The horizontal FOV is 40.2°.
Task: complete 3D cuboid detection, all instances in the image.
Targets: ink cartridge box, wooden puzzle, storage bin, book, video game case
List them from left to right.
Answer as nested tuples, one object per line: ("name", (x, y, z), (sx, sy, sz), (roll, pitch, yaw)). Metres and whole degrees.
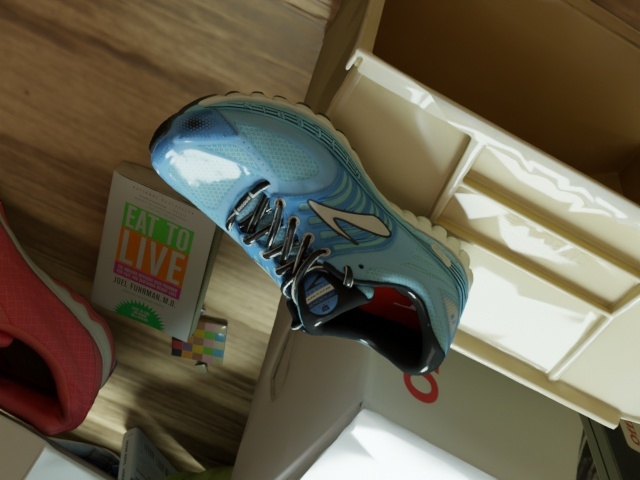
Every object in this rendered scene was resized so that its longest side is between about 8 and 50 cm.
("book", (-0.139, 0.011, 0.743), (0.096, 0.035, 0.144), (21, 126, 3))
("video game case", (-0.140, 0.303, 0.861), (0.022, 0.173, 0.190), (-29, 117, 7))
("wooden puzzle", (-0.112, 0.091, 0.809), (0.049, 0.006, 0.083), (11, 125, 0))
("storage bin", (0.119, -0.056, 0.515), (0.260, 0.262, 0.123), (27, 125, -10))
("ink cartridge box", (0.157, 0.156, 0.643), (0.395, 0.285, 0.166), (30, 122, -12))

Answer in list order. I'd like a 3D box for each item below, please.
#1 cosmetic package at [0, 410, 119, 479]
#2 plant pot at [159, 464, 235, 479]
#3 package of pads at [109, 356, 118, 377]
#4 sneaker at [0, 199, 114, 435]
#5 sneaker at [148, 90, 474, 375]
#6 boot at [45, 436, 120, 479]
("cosmetic package", (-0.221, 0.187, 0.631), (0.377, 0.097, 0.284), (11, 154, 42))
("plant pot", (0.016, 0.277, 0.788), (0.254, 0.276, 0.276), (-35, 114, 15))
("package of pads", (-0.239, 0.129, 0.839), (0.050, 0.032, 0.083), (39, 121, -16))
("sneaker", (-0.284, 0.034, 0.697), (0.116, 0.136, 0.314), (-40, 111, 6))
("sneaker", (0.000, 0.000, 0.367), (0.162, 0.073, 0.063), (33, 126, -15))
("boot", (-0.214, 0.297, 0.915), (0.258, 0.095, 0.123), (28, 111, -19))
